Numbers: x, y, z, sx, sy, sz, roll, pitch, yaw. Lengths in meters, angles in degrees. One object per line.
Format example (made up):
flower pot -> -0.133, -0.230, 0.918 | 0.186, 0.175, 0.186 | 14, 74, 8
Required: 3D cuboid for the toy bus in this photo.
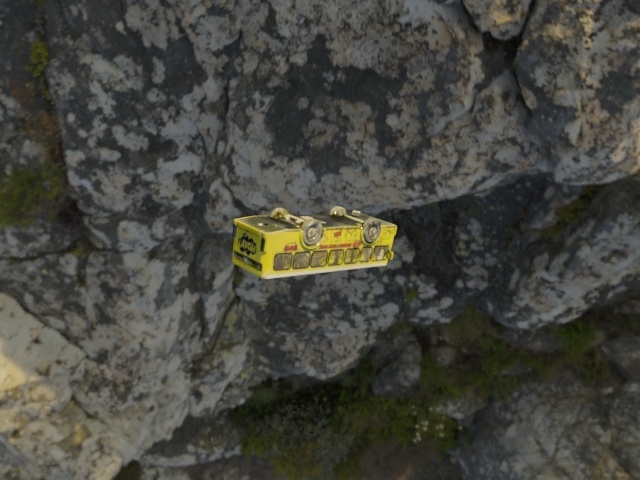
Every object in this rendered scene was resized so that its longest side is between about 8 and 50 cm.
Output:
toy bus -> 0.000, 0.000, 0.723 | 0.081, 0.226, 0.074 | 20, 107, 43
